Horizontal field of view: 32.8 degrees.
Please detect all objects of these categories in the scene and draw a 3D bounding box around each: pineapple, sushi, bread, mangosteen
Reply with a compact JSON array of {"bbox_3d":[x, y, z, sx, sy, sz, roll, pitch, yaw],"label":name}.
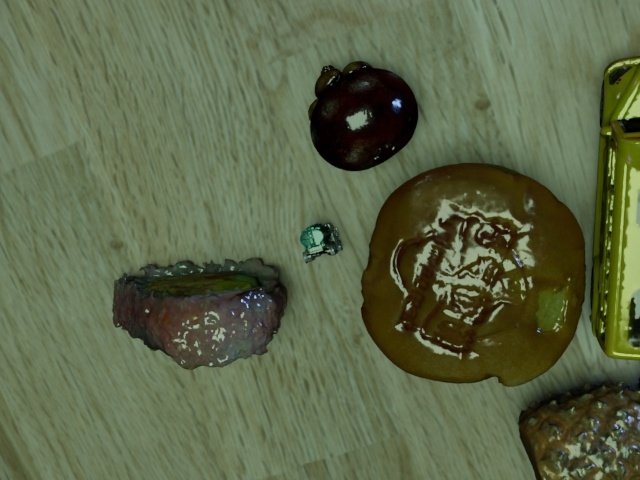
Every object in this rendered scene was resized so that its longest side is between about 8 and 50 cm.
[{"bbox_3d":[0.379,0.222,1.285,0.279,0.158,0.157,-22,98,1],"label":"pineapple"},{"bbox_3d":[-0.161,0.094,1.325,0.241,0.161,0.107,-2,104,9],"label":"sushi"},{"bbox_3d":[0.176,0.038,1.261,0.270,0.148,0.269,2,102,9],"label":"bread"},{"bbox_3d":[0.042,-0.151,1.264,0.140,0.140,0.140,2,103,9],"label":"mangosteen"}]

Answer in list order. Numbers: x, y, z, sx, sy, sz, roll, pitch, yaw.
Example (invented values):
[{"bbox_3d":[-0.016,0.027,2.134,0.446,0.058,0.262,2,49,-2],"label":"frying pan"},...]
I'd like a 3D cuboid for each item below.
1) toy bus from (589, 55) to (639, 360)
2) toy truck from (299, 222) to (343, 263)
[{"bbox_3d":[0.381,-0.036,1.209,0.145,0.151,0.331,2,104,12],"label":"toy bus"},{"bbox_3d":[0.000,0.000,1.319,0.039,0.083,0.044,-15,93,13],"label":"toy truck"}]
